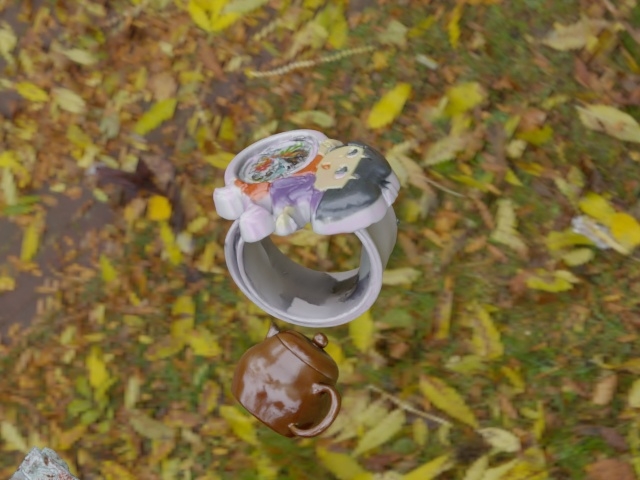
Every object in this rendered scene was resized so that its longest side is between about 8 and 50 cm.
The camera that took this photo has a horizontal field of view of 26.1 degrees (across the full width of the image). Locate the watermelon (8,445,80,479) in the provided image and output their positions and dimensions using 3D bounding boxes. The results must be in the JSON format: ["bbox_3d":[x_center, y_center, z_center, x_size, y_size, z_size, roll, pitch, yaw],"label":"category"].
[{"bbox_3d":[-0.258,0.210,1.272,0.085,0.085,0.061,18,123,28],"label":"watermelon"}]

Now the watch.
[{"bbox_3d":[0.000,0.000,1.700,0.244,0.196,0.231,-3,123,22],"label":"watch"}]

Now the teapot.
[{"bbox_3d":[-0.026,0.144,1.452,0.116,0.116,0.173,-60,37,10],"label":"teapot"}]
